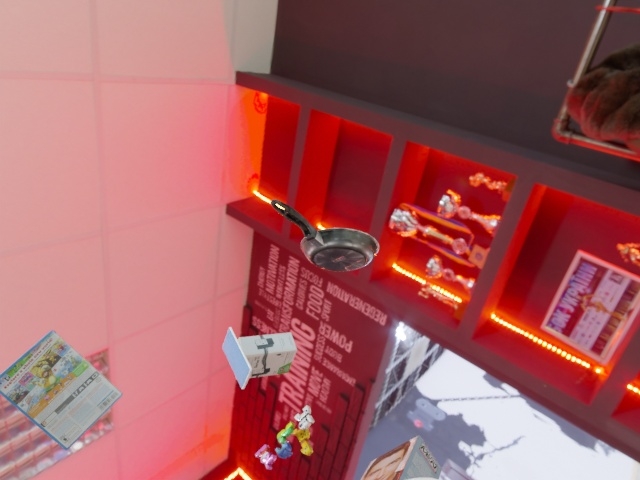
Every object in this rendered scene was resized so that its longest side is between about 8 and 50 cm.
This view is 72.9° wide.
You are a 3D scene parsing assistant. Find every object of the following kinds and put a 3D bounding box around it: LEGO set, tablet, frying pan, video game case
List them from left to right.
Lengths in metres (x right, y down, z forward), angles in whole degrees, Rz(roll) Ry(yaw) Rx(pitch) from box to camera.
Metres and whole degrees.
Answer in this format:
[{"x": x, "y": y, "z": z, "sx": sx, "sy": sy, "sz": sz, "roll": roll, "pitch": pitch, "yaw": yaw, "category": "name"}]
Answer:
[{"x": -0.445, "y": 0.254, "z": 0.740, "sx": 0.119, "sy": 0.166, "sz": 0.015, "roll": -46, "pitch": 9, "yaw": -20, "category": "video game case"}, {"x": -0.129, "y": 0.181, "z": 0.669, "sx": 0.006, "sy": 0.083, "sz": 0.054, "roll": -5, "pitch": -47, "yaw": -37, "category": "tablet"}, {"x": -0.082, "y": 0.638, "z": 1.355, "sx": 0.227, "sy": 0.093, "sz": 0.087, "roll": -45, "pitch": -48, "yaw": 2, "category": "LEGO set"}, {"x": 0.029, "y": -0.002, "z": 1.027, "sx": 0.326, "sy": 0.197, "sz": 0.053, "roll": 58, "pitch": -149, "yaw": -57, "category": "frying pan"}]

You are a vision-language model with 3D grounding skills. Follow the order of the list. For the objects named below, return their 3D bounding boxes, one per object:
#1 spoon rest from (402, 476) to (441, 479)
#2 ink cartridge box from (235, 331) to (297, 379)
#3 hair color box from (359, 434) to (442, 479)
[{"x": 0.199, "y": 0.502, "z": 0.799, "sx": 0.276, "sy": 0.137, "sz": 0.084, "roll": 138, "pitch": 124, "yaw": -85, "category": "spoon rest"}, {"x": -0.210, "y": 0.428, "z": 1.606, "sx": 0.208, "sy": 0.087, "sz": 0.153, "roll": 0, "pitch": -50, "yaw": -25, "category": "ink cartridge box"}, {"x": 0.165, "y": 0.649, "z": 1.066, "sx": 0.185, "sy": 0.114, "sz": 0.374, "roll": -39, "pitch": -14, "yaw": 21, "category": "hair color box"}]
